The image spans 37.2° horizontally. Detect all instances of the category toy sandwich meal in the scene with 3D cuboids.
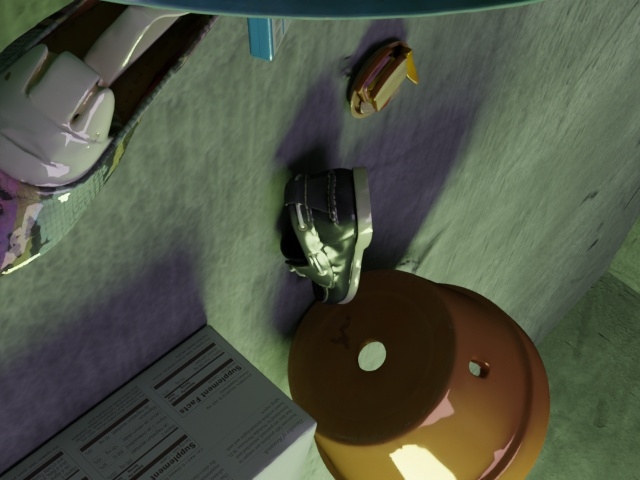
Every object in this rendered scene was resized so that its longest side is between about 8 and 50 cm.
[{"bbox_3d":[0.057,-0.135,0.816,0.085,0.029,0.086,-43,158,-22],"label":"toy sandwich meal"}]

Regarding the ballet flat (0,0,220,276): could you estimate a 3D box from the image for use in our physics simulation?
[{"bbox_3d":[-0.104,-0.081,0.444,0.079,0.077,0.221,-26,-152,58],"label":"ballet flat"}]

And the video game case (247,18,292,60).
[{"bbox_3d":[-0.005,-0.196,0.513,0.119,0.015,0.166,90,19,-59],"label":"video game case"}]

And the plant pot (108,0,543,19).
[{"bbox_3d":[-0.016,-0.195,0.281,0.290,0.290,0.196,0,92,-65],"label":"plant pot"}]

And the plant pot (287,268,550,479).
[{"bbox_3d":[0.095,0.163,1.083,0.291,0.291,0.203,-50,144,-3],"label":"plant pot"}]

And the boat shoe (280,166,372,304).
[{"bbox_3d":[0.000,0.000,0.891,0.079,0.084,0.233,-8,157,-5],"label":"boat shoe"}]

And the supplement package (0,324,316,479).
[{"bbox_3d":[-0.154,0.245,0.849,0.262,0.145,0.204,-36,154,-35],"label":"supplement package"}]
